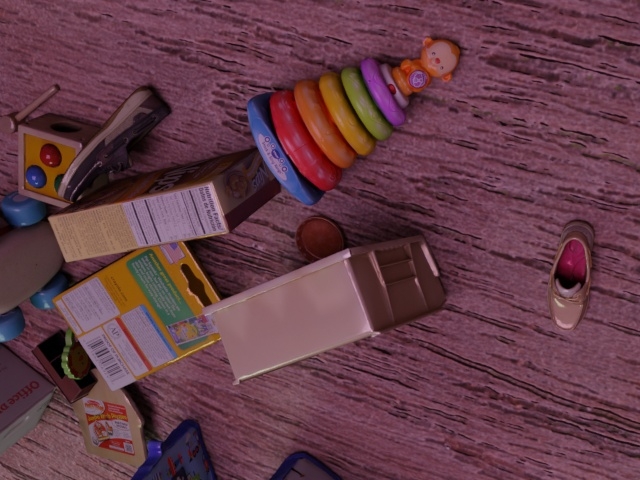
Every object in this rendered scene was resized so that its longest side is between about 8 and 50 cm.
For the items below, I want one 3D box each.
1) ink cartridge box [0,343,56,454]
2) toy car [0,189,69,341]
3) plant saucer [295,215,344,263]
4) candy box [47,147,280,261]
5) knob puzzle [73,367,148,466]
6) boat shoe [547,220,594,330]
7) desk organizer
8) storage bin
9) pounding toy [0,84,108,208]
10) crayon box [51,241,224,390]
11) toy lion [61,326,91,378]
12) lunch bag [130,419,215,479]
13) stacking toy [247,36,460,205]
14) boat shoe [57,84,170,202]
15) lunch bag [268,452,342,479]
[{"bbox_3d":[-0.710,0.283,1.811,0.306,0.226,0.131,38,122,6],"label":"ink cartridge box"},{"bbox_3d":[-0.602,0.024,1.681,0.238,0.210,0.219,16,130,31],"label":"toy car"},{"bbox_3d":[0.000,0.000,1.496,0.083,0.013,0.083,9,114,20],"label":"plant saucer"},{"bbox_3d":[-0.244,-0.056,1.481,0.316,0.183,0.087,-10,108,27],"label":"candy box"},{"bbox_3d":[-0.400,0.329,1.801,0.213,0.030,0.213,14,115,32],"label":"knob puzzle"},{"bbox_3d":[0.352,0.058,1.336,0.063,0.059,0.170,8,114,21],"label":"boat shoe"},{"bbox_3d":[-0.483,0.238,1.779,0.130,0.047,0.050,50,126,11],"label":"desk organizer"},{"bbox_3d":[0.018,0.098,1.393,0.262,0.260,0.123,-24,83,30],"label":"storage bin"},{"bbox_3d":[-0.469,-0.165,1.588,0.206,0.094,0.181,17,117,16],"label":"pounding toy"},{"bbox_3d":[-0.289,0.114,1.634,0.323,0.083,0.203,-27,99,31],"label":"crayon box"},{"bbox_3d":[-0.445,0.201,1.732,0.034,0.096,0.100,-2,110,25],"label":"toy lion"},{"bbox_3d":[-0.278,0.484,1.706,0.138,0.221,0.293,3,113,23],"label":"lunch bag"},{"bbox_3d":[0.062,-0.191,1.326,0.302,0.166,0.175,-28,97,16],"label":"stacking toy"},{"bbox_3d":[-0.327,-0.143,1.498,0.073,0.080,0.223,38,84,-4],"label":"boat shoe"},{"bbox_3d":[-0.022,0.598,1.578,0.239,0.328,0.385,-16,102,24],"label":"lunch bag"}]
